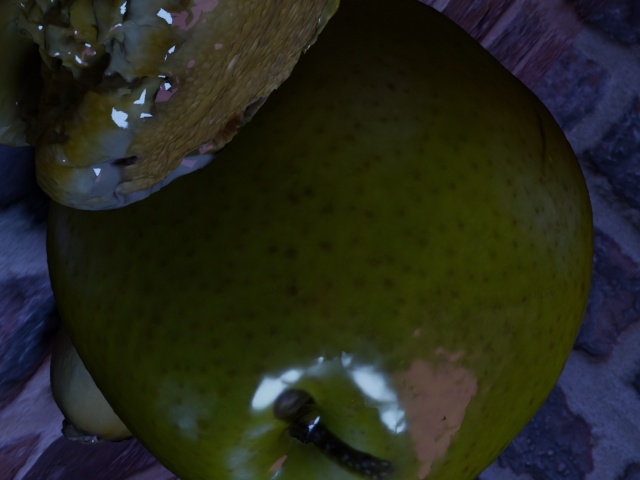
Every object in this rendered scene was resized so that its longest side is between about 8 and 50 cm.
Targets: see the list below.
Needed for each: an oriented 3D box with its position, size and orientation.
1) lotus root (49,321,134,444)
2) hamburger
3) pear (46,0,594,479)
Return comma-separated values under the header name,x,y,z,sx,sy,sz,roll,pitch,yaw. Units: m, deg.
name,x,y,z,sx,sy,sz,roll,pitch,yaw
lotus root,-0.130,0.047,1.362,0.303,0.131,0.146,-51,-167,12
hamburger,-0.063,-0.156,0.807,0.318,0.158,0.318,-48,170,-12
pear,0.000,0.000,1.110,0.362,0.362,0.418,-57,-167,37
